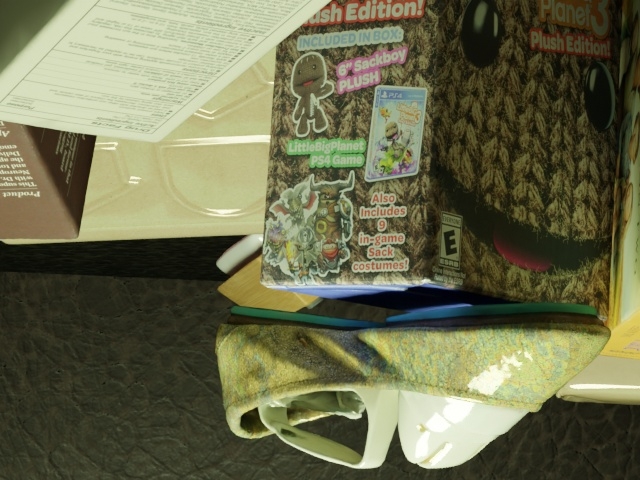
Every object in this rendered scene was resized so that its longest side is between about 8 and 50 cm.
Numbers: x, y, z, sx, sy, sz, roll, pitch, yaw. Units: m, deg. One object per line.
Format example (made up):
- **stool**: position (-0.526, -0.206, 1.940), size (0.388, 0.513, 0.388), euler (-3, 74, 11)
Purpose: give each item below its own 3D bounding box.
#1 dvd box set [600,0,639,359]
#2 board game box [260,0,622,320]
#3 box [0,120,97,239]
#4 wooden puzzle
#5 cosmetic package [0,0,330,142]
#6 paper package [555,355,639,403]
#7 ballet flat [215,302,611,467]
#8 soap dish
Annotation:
- **dvd box set**: position (0.246, -0.084, 1.261), size (0.062, 0.308, 0.420), euler (4, 172, 3)
- **board game box**: position (0.092, -0.098, 1.245), size (0.141, 0.291, 0.232), euler (-2, 171, 39)
- **box**: position (-0.282, -0.121, 1.406), size (0.168, 0.167, 0.203), euler (0, 149, 9)
- **wooden puzzle**: position (-0.168, -0.118, 1.640), size (0.322, 0.080, 0.348), euler (-2, 145, 5)
- **cosmetic package**: position (-0.110, -0.177, 1.178), size (0.160, 0.113, 0.309), euler (7, 159, -31)
- **paper package**: position (0.433, 0.029, 1.959), size (0.325, 0.309, 0.168), euler (1, 174, 15)
- **ballet flat**: position (0.055, 0.101, 1.223), size (0.123, 0.123, 0.348), euler (10, 171, -43)
- **soap dish**: position (0.000, 0.000, 2.217), size (0.229, 0.118, 0.291), euler (-35, 180, -15)
